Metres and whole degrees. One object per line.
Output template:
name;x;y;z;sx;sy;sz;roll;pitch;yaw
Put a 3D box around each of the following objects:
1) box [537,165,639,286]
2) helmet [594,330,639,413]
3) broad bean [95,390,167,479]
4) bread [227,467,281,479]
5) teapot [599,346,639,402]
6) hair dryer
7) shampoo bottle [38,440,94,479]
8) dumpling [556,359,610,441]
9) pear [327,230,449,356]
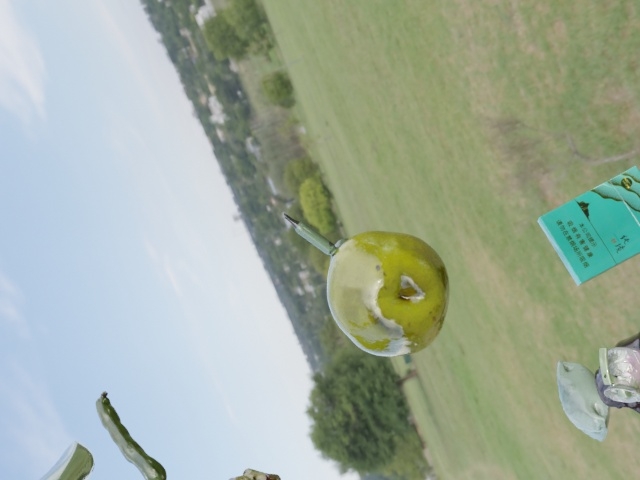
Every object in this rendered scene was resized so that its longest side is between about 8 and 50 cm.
box;0.582;-0.030;1.572;0.161;0.226;0.042;63;-179;15
helmet;0.759;0.304;1.660;0.305;0.177;0.225;26;-160;25
broad bean;-0.389;0.408;1.571;0.256;0.053;0.052;41;178;32
bread;-0.067;0.640;1.455;0.314;0.191;0.370;-1;102;48
teapot;0.402;0.178;1.036;0.064;0.083;0.064;-25;42;55
hair dryer;0.000;0.000;1.267;0.150;0.047;0.071;38;-155;-11
shampoo bottle;-0.303;0.286;0.876;0.049;0.072;0.212;34;178;-3
dumpling;0.626;0.395;1.878;0.149;0.104;0.217;-65;31;34
pear;0.099;0.079;1.145;0.198;0.198;0.198;158;90;-90
